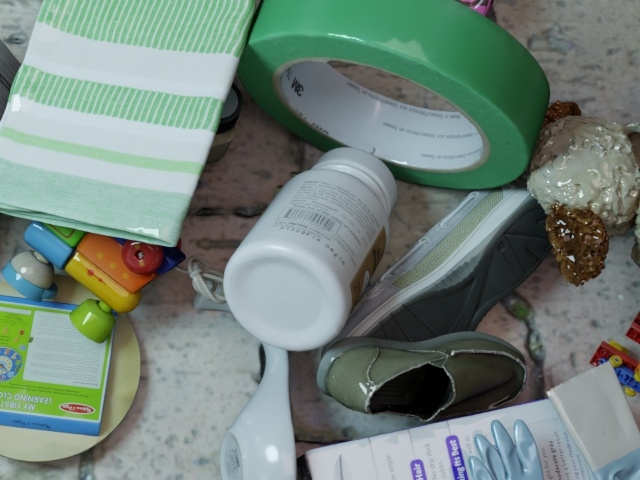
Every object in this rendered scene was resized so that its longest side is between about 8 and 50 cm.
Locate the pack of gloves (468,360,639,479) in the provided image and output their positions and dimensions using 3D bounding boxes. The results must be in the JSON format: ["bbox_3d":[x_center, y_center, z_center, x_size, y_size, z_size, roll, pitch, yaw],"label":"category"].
[{"bbox_3d":[0.256,0.265,1.257,0.195,0.046,0.232,-22,83,-23],"label":"pack of gloves"}]

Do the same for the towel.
[{"bbox_3d":[-0.203,-0.164,1.257,0.247,0.038,0.325,10,71,22],"label":"towel"}]

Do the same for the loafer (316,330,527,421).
[{"bbox_3d":[0.118,0.153,1.300,0.251,0.087,0.094,0,116,-29],"label":"loafer"}]

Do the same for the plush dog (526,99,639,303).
[{"bbox_3d":[0.328,-0.058,1.322,0.225,0.211,0.262,6,47,-9],"label":"plush dog"}]

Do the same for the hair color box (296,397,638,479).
[{"bbox_3d":[0.159,0.278,1.308,0.338,0.110,0.185,-10,78,-10],"label":"hair color box"}]

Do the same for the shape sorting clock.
[{"bbox_3d":[-0.295,0.133,1.331,0.206,0.040,0.206,5,64,-10],"label":"shape sorting clock"}]

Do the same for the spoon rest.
[{"bbox_3d":[-0.067,0.171,1.312,0.084,0.137,0.276,-1,62,-25],"label":"spoon rest"}]

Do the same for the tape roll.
[{"bbox_3d":[0.073,-0.159,1.304,0.321,0.321,0.077,21,75,0],"label":"tape roll"}]

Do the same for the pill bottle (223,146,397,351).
[{"bbox_3d":[0.000,0.000,1.309,0.131,0.131,0.229,30,38,2],"label":"pill bottle"}]

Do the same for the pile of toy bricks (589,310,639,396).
[{"bbox_3d":[0.418,0.143,1.385,0.212,0.118,0.105,32,42,12],"label":"pile of toy bricks"}]

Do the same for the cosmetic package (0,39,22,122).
[{"bbox_3d":[-0.455,-0.114,1.309,0.224,0.138,0.225,9,73,11],"label":"cosmetic package"}]

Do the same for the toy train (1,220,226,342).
[{"bbox_3d":[-0.201,0.050,1.305,0.248,0.105,0.143,39,99,1],"label":"toy train"}]

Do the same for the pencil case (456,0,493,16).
[{"bbox_3d":[0.107,-0.324,1.474,0.209,0.095,0.098,21,105,-1],"label":"pencil case"}]

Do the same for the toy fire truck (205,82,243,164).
[{"bbox_3d":[-0.238,-0.161,1.377,0.246,0.158,0.217,-18,78,-21],"label":"toy fire truck"}]

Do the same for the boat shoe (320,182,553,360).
[{"bbox_3d":[0.120,0.049,1.374,0.320,0.118,0.103,-43,39,-12],"label":"boat shoe"}]
